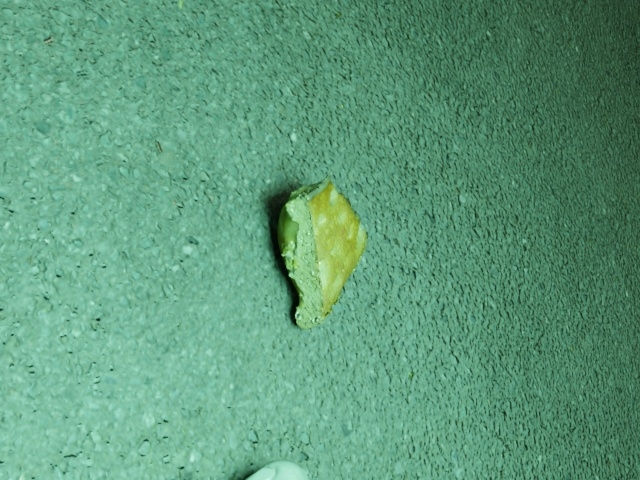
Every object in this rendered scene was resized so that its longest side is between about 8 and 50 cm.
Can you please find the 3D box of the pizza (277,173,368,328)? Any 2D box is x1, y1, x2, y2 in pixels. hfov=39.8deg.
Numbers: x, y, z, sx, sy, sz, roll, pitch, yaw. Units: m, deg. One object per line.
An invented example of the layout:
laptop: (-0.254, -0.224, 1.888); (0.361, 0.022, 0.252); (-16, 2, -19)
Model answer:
pizza: (-0.003, -0.005, 1.230); (0.204, 0.081, 0.188); (-46, 133, -55)

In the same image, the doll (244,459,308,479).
doll: (-0.080, 0.321, 0.996); (0.181, 0.107, 0.110); (-11, 76, -48)
